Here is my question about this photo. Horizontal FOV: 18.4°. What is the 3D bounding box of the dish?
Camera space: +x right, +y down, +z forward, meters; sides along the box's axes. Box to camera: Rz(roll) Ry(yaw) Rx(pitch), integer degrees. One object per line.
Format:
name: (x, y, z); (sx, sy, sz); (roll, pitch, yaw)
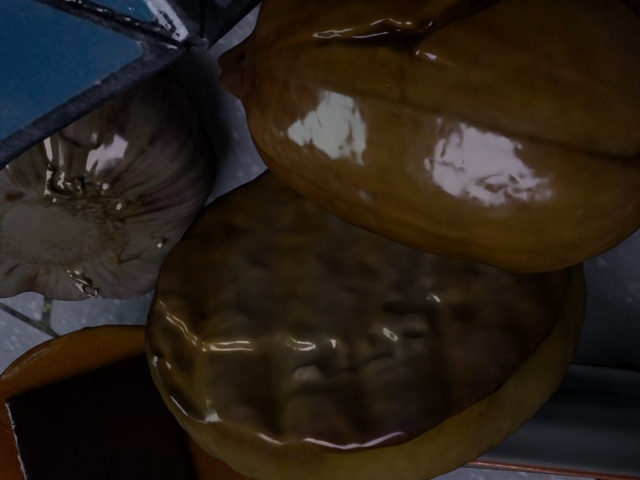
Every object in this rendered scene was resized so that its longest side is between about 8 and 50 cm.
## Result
dish: (0.160, 0.123, 1.383); (0.260, 0.260, 0.085); (0, 82, 35)

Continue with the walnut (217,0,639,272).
walnut: (0.071, -0.093, 1.238); (0.336, 0.209, 0.209); (11, 130, 30)

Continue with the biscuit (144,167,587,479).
biscuit: (0.031, 0.048, 1.316); (0.296, 0.296, 0.102); (10, 139, 28)

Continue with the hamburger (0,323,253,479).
hamburger: (-0.145, 0.204, 1.577); (0.291, 0.291, 0.225); (24, 174, 17)

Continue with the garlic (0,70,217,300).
garlic: (-0.196, -0.059, 1.482); (0.245, 0.160, 0.245); (-1, 137, -1)

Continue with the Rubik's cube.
Rubik's cube: (-0.156, -0.228, 1.244); (0.259, 0.255, 0.260); (-27, 106, 45)
